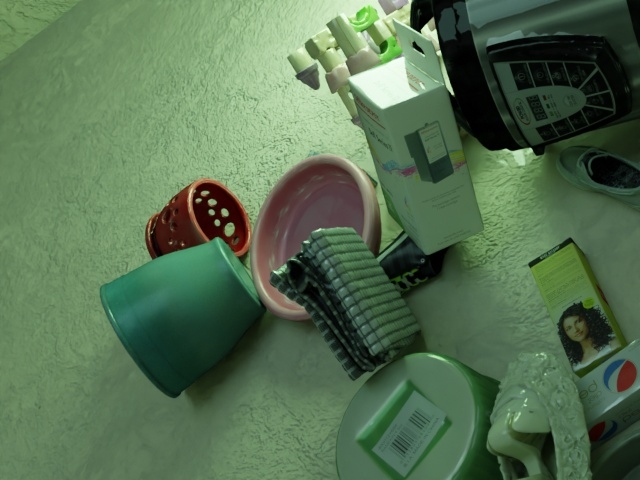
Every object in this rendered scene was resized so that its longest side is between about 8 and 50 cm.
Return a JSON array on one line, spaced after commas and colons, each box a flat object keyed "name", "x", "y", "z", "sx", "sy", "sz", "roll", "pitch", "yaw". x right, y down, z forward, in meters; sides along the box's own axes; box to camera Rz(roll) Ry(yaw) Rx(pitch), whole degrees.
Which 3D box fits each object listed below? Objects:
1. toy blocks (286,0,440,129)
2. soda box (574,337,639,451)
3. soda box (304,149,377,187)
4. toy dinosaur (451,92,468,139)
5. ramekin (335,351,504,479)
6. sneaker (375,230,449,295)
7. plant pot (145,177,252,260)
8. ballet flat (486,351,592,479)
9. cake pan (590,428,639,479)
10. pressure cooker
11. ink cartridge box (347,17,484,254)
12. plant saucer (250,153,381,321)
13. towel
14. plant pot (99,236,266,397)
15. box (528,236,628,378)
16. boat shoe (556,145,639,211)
[{"name": "toy blocks", "x": 0.128, "y": -0.351, "z": 2.197, "sx": 0.289, "sy": 0.260, "sz": 0.309, "roll": -35, "pitch": 6, "yaw": -26}, {"name": "soda box", "x": 0.420, "y": 0.230, "z": 1.553, "sx": 0.216, "sy": 0.069, "sz": 0.074, "roll": -38, "pitch": 41, "yaw": 15}, {"name": "soda box", "x": 0.033, "y": -0.130, "z": 2.210, "sx": 0.183, "sy": 0.058, "sz": 0.063, "roll": 25, "pitch": 79, "yaw": 49}, {"name": "toy dinosaur", "x": 0.226, "y": -0.215, "z": 2.054, "sx": 0.296, "sy": 0.200, "sz": 0.127, "roll": -29, "pitch": 82, "yaw": -4}, {"name": "ramekin", "x": 0.169, "y": 0.322, "z": 1.660, "sx": 0.303, "sy": 0.148, "sz": 0.303, "roll": -25, "pitch": 46, "yaw": 29}, {"name": "sneaker", "x": 0.163, "y": 0.045, "z": 1.930, "sx": 0.234, "sy": 0.084, "sz": 0.097, "roll": -53, "pitch": 40, "yaw": -2}, {"name": "plant pot", "x": -0.274, "y": -0.017, "z": 2.316, "sx": 0.174, "sy": 0.191, "sz": 0.191, "roll": -27, "pitch": 45, "yaw": 31}, {"name": "ballet flat", "x": 0.295, "y": 0.318, "z": 1.450, "sx": 0.147, "sy": 0.147, "sz": 0.408, "roll": -27, "pitch": 50, "yaw": 27}, {"name": "cake pan", "x": 0.470, "y": 0.381, "z": 1.400, "sx": 0.293, "sy": 0.054, "sz": 0.293, "roll": -25, "pitch": 46, "yaw": 29}, {"name": "pressure cooker", "x": 0.367, "y": -0.339, "z": 1.780, "sx": 0.421, "sy": 0.375, "sz": 0.369, "roll": -13, "pitch": 84, "yaw": 24}, {"name": "ink cartridge box", "x": 0.152, "y": -0.179, "z": 1.821, "sx": 0.119, "sy": 0.353, "sz": 0.207, "roll": -22, "pitch": 27, "yaw": -7}, {"name": "plant saucer", "x": 0.000, "y": 0.000, "z": 2.077, "sx": 0.332, "sy": 0.084, "sz": 0.332, "roll": -19, "pitch": 62, "yaw": 40}, {"name": "towel", "x": 0.047, "y": 0.105, "z": 1.783, "sx": 0.121, "sy": 0.284, "sz": 0.235, "roll": -35, "pitch": 83, "yaw": 14}, {"name": "plant pot", "x": -0.259, "y": 0.135, "z": 2.145, "sx": 0.255, "sy": 0.271, "sz": 0.271, "roll": -33, "pitch": 41, "yaw": 2}, {"name": "box", "x": 0.405, "y": 0.108, "z": 1.670, "sx": 0.087, "sy": 0.058, "sz": 0.232, "roll": -35, "pitch": 41, "yaw": 19}, {"name": "boat shoe", "x": 0.469, "y": -0.119, "z": 1.763, "sx": 0.079, "sy": 0.081, "sz": 0.227, "roll": -53, "pitch": 39, "yaw": -2}]
